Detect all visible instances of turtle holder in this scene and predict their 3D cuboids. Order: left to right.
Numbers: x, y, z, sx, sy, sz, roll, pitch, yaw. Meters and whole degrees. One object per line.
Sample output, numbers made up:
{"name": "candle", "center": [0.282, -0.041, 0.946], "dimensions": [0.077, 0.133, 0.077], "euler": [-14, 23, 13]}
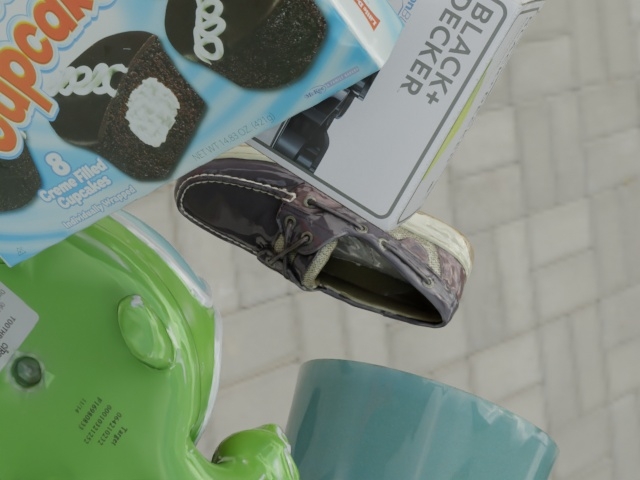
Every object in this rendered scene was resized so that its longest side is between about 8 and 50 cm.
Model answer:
{"name": "turtle holder", "center": [-0.166, 0.085, 1.208], "dimensions": [0.227, 0.320, 0.243], "euler": [-41, 141, -73]}

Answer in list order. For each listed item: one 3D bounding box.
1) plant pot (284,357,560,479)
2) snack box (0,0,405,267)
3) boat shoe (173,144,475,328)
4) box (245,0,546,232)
{"name": "plant pot", "center": [0.079, 0.289, 1.643], "dimensions": [0.293, 0.293, 0.235], "euler": [35, 67, -40]}
{"name": "snack box", "center": [-0.132, -0.120, 0.926], "dimensions": [0.187, 0.322, 0.060], "euler": [51, 37, -18]}
{"name": "boat shoe", "center": [0.000, 0.000, 1.405], "dimensions": [0.285, 0.103, 0.092], "euler": [21, 43, -6]}
{"name": "box", "center": [-0.026, -0.155, 0.987], "dimensions": [0.169, 0.290, 0.087], "euler": [-59, 172, 18]}
